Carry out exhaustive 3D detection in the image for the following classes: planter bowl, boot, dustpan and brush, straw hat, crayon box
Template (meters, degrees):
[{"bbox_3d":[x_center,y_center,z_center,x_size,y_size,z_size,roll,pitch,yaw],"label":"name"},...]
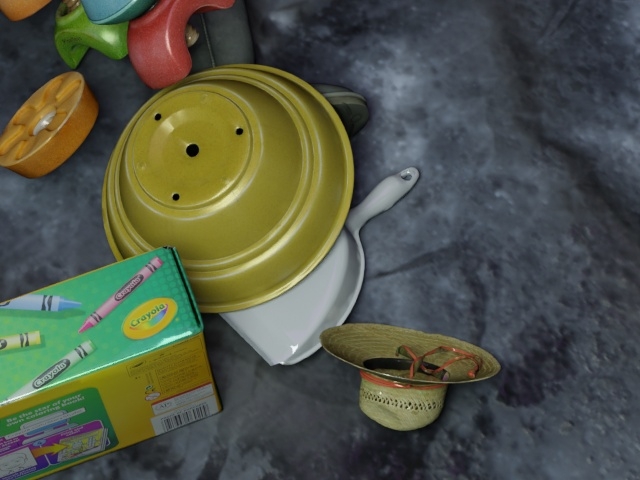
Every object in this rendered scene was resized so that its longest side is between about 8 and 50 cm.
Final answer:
[{"bbox_3d":[-0.089,-0.058,1.515,0.217,0.090,0.217,-6,69,15],"label":"planter bowl"},{"bbox_3d":[-0.066,-0.170,1.644,0.189,0.076,0.208,-9,58,-1],"label":"boot"},{"bbox_3d":[0.000,0.000,1.566,0.211,0.060,0.147,-42,64,-9],"label":"dustpan and brush"},{"bbox_3d":[0.065,0.115,1.492,0.144,0.144,0.061,12,105,8],"label":"straw hat"},{"bbox_3d":[-0.222,0.115,1.453,0.278,0.165,0.081,-19,65,-7],"label":"crayon box"}]

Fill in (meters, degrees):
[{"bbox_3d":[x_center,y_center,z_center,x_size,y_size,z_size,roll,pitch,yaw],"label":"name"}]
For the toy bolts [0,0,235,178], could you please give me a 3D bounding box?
[{"bbox_3d":[-0.210,-0.183,1.535,0.228,0.158,0.218,-8,47,49],"label":"toy bolts"}]
